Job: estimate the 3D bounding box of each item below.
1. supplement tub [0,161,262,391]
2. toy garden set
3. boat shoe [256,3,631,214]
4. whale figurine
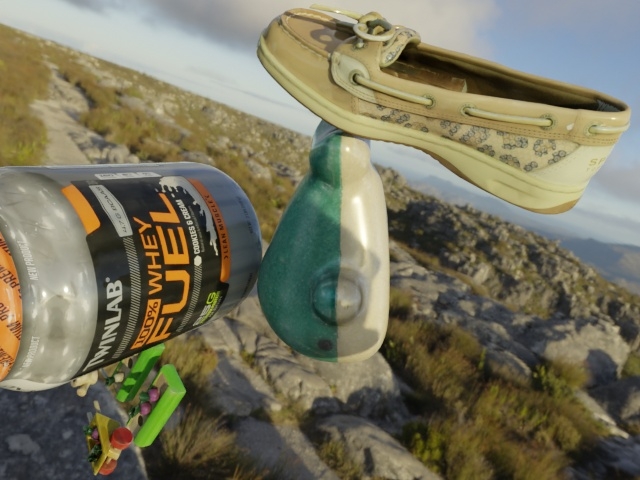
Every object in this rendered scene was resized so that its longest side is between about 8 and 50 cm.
[{"bbox_3d":[-0.216,0.022,0.536,0.193,0.194,0.316,23,19,23],"label":"supplement tub"},{"bbox_3d":[-0.290,0.169,0.734,0.049,0.204,0.244,5,39,-48],"label":"toy garden set"},{"bbox_3d":[0.084,-0.124,0.427,0.285,0.089,0.105,26,47,7],"label":"boat shoe"},{"bbox_3d":[0.000,0.000,0.566,0.141,0.272,0.216,0,36,6],"label":"whale figurine"}]
